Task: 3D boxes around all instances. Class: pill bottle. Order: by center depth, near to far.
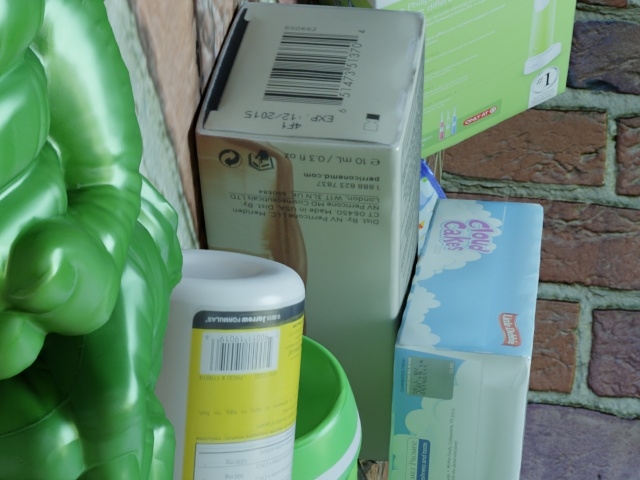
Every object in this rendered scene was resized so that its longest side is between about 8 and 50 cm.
[{"bbox_3d":[-0.064,0.101,0.670,0.103,0.103,0.184,-41,137,-78],"label":"pill bottle"}]

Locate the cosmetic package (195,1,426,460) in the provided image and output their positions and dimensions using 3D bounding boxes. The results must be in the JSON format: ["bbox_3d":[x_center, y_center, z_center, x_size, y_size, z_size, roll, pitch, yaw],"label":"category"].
[{"bbox_3d":[0.000,0.000,0.961,0.153,0.129,0.296,-77,169,-47],"label":"cosmetic package"}]

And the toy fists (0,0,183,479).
[{"bbox_3d":[-0.095,0.003,0.421,0.279,0.096,0.142,87,13,-53],"label":"toy fists"}]

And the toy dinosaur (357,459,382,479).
[{"bbox_3d":[0.007,0.268,1.366,0.313,0.121,0.160,-52,135,-67],"label":"toy dinosaur"}]

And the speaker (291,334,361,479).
[{"bbox_3d":[-0.037,0.198,0.855,0.131,0.131,0.296,-74,167,-52],"label":"speaker"}]

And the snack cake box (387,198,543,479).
[{"bbox_3d":[0.108,0.086,0.999,0.264,0.089,0.152,-65,158,-66],"label":"snack cake box"}]

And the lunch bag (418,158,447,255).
[{"bbox_3d":[0.043,-0.018,1.194,0.096,0.129,0.151,52,2,6],"label":"lunch bag"}]

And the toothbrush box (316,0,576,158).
[{"bbox_3d":[0.111,-0.219,1.217,0.122,0.206,0.283,56,-15,31],"label":"toothbrush box"}]
